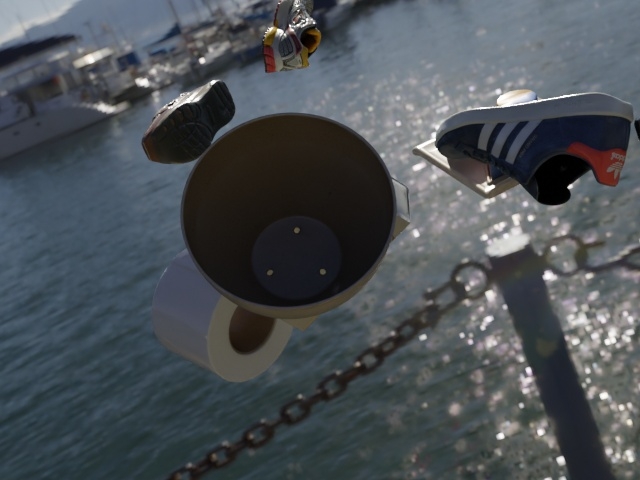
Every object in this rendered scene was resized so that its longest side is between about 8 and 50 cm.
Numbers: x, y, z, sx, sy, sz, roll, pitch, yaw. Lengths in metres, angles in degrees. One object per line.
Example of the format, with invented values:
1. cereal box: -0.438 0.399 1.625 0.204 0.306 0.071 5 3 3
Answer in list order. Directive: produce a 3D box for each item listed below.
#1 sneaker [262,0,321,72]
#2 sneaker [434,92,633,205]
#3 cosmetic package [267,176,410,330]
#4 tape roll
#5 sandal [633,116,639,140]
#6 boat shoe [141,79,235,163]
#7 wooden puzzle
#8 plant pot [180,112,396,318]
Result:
1. sneaker: -0.040 -0.376 1.762 0.093 0.088 0.225 4 45 10
2. sneaker: 0.307 -0.125 1.463 0.131 0.148 0.350 7 -7 -36
3. cosmetic package: 0.000 0.000 1.675 0.309 0.160 0.113 -48 22 31
4. tape roll: -0.188 0.138 1.902 0.169 0.246 0.246 19 40 39
5. sandal: 0.614 -0.177 1.412 0.168 0.107 0.446 -17 1 -3
6. boat shoe: -0.299 -0.247 2.079 0.120 0.122 0.324 -8 22 26
7. wooden puzzle: 0.405 -0.230 2.078 0.322 0.080 0.348 -26 29 -14
8. plant pot: -0.039 -0.007 1.340 0.284 0.284 0.191 -25 -22 -8
